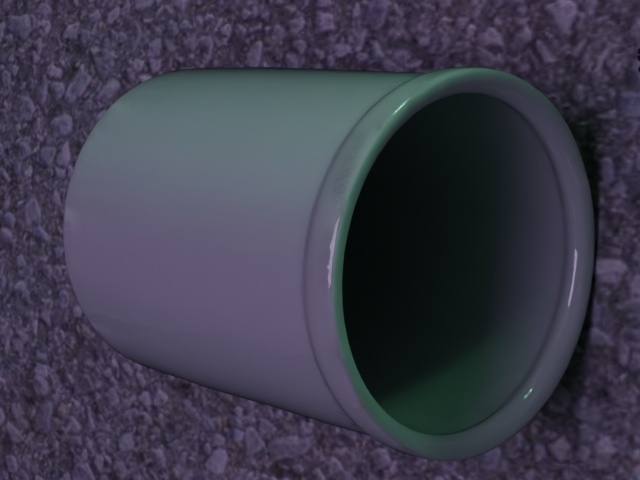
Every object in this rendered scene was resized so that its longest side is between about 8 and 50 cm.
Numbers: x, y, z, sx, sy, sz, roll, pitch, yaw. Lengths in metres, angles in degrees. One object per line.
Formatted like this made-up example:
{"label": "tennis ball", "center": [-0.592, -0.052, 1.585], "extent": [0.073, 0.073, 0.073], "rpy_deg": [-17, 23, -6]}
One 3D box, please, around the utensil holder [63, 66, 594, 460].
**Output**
{"label": "utensil holder", "center": [0.000, 0.000, 1.549], "extent": [0.385, 0.327, 0.328], "rpy_deg": [10, 99, 47]}

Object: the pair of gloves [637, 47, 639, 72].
{"label": "pair of gloves", "center": [0.306, -0.158, 1.443], "extent": [0.074, 0.010, 0.083], "rpy_deg": [53, 124, 31]}
